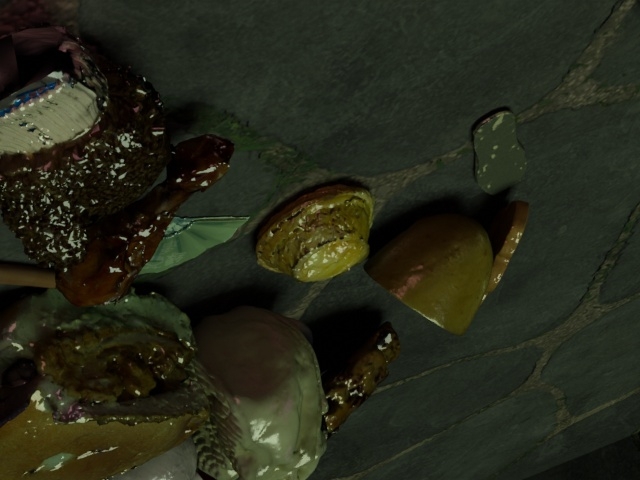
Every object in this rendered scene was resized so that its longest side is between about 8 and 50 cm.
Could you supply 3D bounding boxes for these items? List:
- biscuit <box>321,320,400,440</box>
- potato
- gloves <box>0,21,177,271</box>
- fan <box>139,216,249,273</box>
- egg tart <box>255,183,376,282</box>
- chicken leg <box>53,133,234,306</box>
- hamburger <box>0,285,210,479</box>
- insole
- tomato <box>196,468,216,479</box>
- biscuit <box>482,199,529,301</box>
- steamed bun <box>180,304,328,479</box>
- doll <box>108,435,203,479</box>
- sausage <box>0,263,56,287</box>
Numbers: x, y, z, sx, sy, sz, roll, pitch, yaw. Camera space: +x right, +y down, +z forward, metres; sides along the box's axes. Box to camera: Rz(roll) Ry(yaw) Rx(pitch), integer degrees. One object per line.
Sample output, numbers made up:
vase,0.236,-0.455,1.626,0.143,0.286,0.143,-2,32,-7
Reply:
biscuit,0.014,0.264,2.140,0.334,0.081,0.289,-43,179,-31
potato,0.179,0.033,1.922,0.158,0.178,0.203,-51,137,3
gloves,-0.243,-0.086,1.257,0.210,0.135,0.312,-41,157,8
fan,-0.199,0.007,1.645,0.240,0.009,0.131,-14,155,-28
egg tart,0.000,0.000,1.758,0.191,0.074,0.191,-20,153,-11
chicken leg,-0.195,-0.025,1.468,0.304,0.093,0.113,-40,165,35
hamburger,-0.320,0.204,1.686,0.277,0.195,0.318,-39,151,31
insole,0.249,-0.121,1.843,0.081,0.011,0.248,-29,156,0
tomato,-0.292,0.538,2.281,0.321,0.321,0.321,-22,155,-11
biscuit,0.264,0.023,2.012,0.040,0.144,0.236,18,144,-10
steamed bun,-0.094,0.222,1.898,0.206,0.275,0.320,-28,-165,-27
doll,-0.237,0.380,1.919,0.151,0.151,0.287,-20,127,-16
sausage,-0.348,0.042,1.538,0.026,0.026,0.116,-40,153,26
